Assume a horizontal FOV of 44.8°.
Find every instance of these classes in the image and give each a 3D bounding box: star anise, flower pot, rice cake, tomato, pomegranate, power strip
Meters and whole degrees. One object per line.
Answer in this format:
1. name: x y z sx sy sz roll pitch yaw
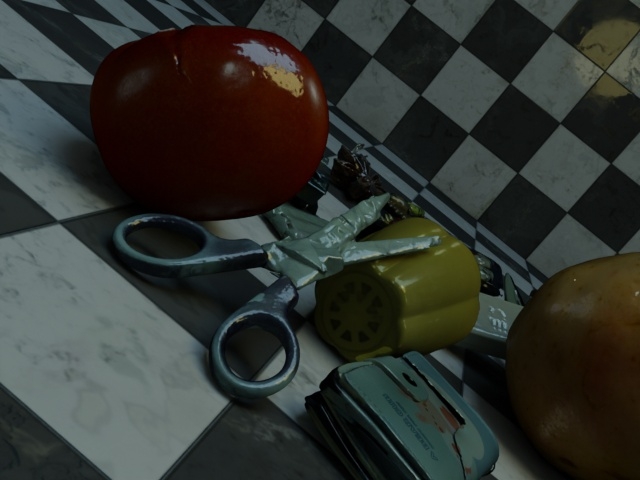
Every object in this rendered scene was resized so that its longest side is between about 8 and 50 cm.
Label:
1. star anise: 0.100 -0.144 1.880 0.230 0.081 0.262 28 29 -35
2. flower pot: 0.089 0.075 1.014 0.195 0.195 0.179 44 28 20
3. rice cake: 0.000 0.000 1.282 0.211 0.038 0.124 19 25 -52
4. tomato: -0.133 -0.138 0.964 0.298 0.226 0.298 -5 4 0
5. pomegranate: 0.474 0.192 1.172 0.411 0.411 0.411 36 15 -11
6. power strip: 0.308 0.153 1.358 0.338 0.058 0.098 18 49 -19

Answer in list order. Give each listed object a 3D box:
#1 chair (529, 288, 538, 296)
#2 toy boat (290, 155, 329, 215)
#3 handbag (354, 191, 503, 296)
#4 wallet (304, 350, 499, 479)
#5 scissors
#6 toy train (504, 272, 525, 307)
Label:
1. chair: 0.632 0.211 1.867 0.183 0.176 0.326 18 4 38
2. toy boat: -0.082 -0.155 1.440 0.246 0.103 0.093 35 15 -4
3. handbag: 0.218 0.025 1.584 0.329 0.122 0.303 38 15 4
4. wallet: 0.096 0.205 0.832 0.176 0.075 0.250 50 17 19
5. scissors: -0.012 0.023 0.870 0.383 0.029 0.256 -18 53 -39
6. toy train: 0.382 0.176 1.474 0.055 0.048 0.252 44 27 -54
